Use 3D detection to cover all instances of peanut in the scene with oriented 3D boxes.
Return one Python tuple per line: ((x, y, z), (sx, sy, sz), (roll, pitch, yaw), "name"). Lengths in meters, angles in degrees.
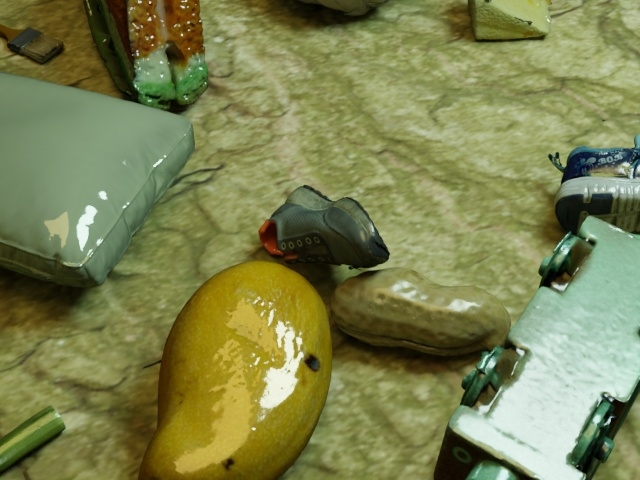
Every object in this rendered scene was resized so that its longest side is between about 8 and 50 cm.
((0.096, 0.067, 1.092), (0.175, 0.080, 0.080), (10, 50, 7), "peanut")

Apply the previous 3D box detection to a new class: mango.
((-0.074, 0.132, 1.023), (0.157, 0.109, 0.262), (19, 56, 6), "mango")

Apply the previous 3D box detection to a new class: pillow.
((-0.322, -0.075, 1.208), (0.322, 0.119, 0.255), (13, 49, 18), "pillow")

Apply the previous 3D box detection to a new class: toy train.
((0.208, 0.123, 0.982), (0.129, 0.159, 0.326), (25, 51, 20), "toy train")

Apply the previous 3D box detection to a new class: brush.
((-0.400, -0.266, 1.453), (0.170, 0.014, 0.043), (26, 53, 24), "brush")

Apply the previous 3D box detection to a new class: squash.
((-0.274, 0.184, 1.037), (0.083, 0.027, 0.027), (-35, 55, -25), "squash")

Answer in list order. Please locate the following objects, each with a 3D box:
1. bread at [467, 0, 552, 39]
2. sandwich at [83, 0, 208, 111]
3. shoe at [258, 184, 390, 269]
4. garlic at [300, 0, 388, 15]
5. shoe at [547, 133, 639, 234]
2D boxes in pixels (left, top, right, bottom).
((0.235, -0.295, 1.398), (0.109, 0.080, 0.084), (-2, 51, 4), "bread")
((-0.209, -0.295, 1.356), (0.109, 0.212, 0.292), (-8, 33, -24), "sandwich")
((0.000, 0.001, 1.126), (0.077, 0.074, 0.194), (-36, 24, -13), "shoe")
((0.039, -0.380, 1.437), (0.228, 0.152, 0.227), (-13, 56, 21), "garlic")
((0.343, -0.066, 1.181), (0.207, 0.091, 0.106), (-1, 54, 7), "shoe")
